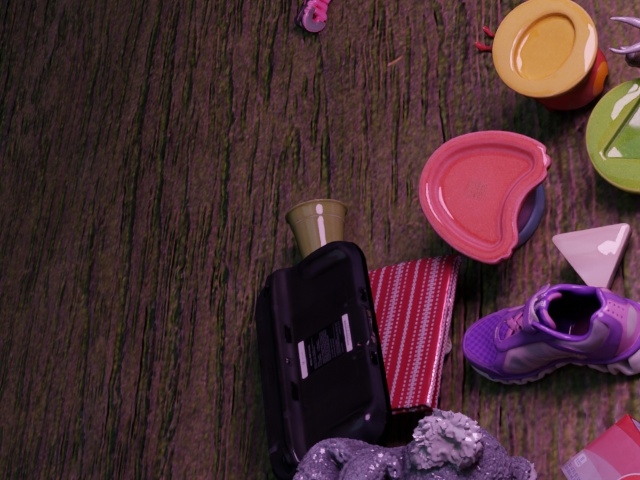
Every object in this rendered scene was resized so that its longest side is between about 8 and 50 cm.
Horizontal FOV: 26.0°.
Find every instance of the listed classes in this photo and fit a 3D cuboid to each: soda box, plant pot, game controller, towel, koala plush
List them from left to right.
[{"bbox_3d":[0.000,0.000,1.808,0.083,0.083,0.079,-25,62,32],"label":"plant pot"},{"bbox_3d":[0.000,0.142,1.660,0.166,0.067,0.319,-26,45,19],"label":"game controller"},{"bbox_3d":[0.054,0.126,1.669,0.274,0.031,0.199,-15,55,46],"label":"towel"},{"bbox_3d":[0.101,0.259,1.430,0.221,0.196,0.203,-33,45,21],"label":"koala plush"},{"bbox_3d":[0.327,0.290,1.272,0.092,0.083,0.263,-43,41,15],"label":"soda box"}]

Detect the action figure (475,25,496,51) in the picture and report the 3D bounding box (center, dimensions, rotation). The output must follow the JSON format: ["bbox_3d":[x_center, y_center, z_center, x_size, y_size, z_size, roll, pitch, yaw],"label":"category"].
[{"bbox_3d":[0.246,-0.252,1.766,0.115,0.030,0.038,17,72,47],"label":"action figure"}]

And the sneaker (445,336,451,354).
[{"bbox_3d":[0.126,0.116,1.636,0.037,0.032,0.083,-58,33,20],"label":"sneaker"}]

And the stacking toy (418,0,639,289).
[{"bbox_3d":[0.286,-0.088,1.594,0.279,0.130,0.309,33,91,24],"label":"stacking toy"}]

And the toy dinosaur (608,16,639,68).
[{"bbox_3d":[0.470,-0.256,1.443,0.313,0.160,0.121,-44,41,14],"label":"toy dinosaur"}]

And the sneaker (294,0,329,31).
[{"bbox_3d":[-0.004,-0.368,2.086,0.057,0.047,0.119,10,70,60],"label":"sneaker"}]

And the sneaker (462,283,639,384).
[{"bbox_3d":[0.241,0.091,1.477,0.236,0.104,0.095,-10,58,42],"label":"sneaker"}]
